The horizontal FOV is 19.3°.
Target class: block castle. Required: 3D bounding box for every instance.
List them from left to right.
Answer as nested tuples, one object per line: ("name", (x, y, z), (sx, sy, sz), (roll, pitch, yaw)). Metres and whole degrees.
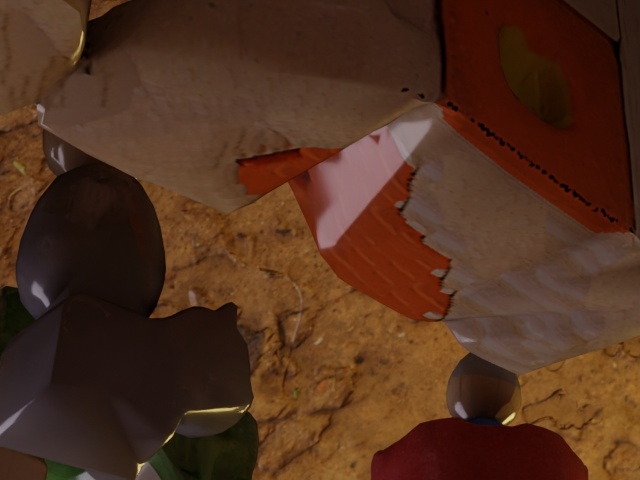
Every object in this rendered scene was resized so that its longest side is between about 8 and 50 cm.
("block castle", (0.000, 0.000, 0.540), (0.453, 0.303, 0.213), (31, -135, -32))
